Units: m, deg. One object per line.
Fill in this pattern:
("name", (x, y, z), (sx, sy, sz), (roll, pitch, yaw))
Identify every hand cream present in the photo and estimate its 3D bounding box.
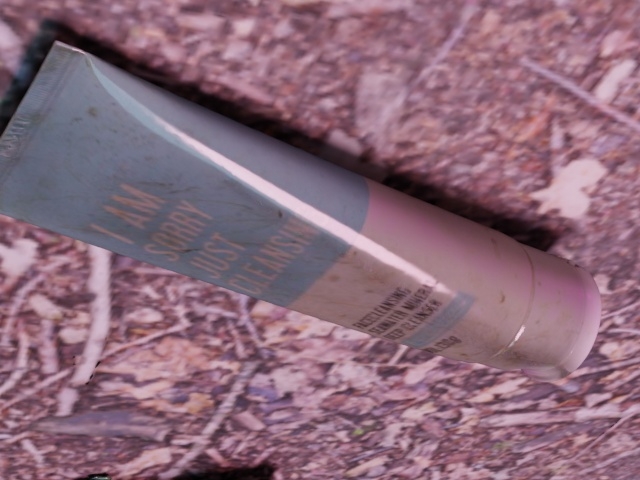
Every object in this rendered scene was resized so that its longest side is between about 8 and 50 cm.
("hand cream", (0.000, 0.000, 0.526), (0.312, 0.070, 0.111), (17, 139, -28))

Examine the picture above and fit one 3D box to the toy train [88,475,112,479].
("toy train", (-0.121, 0.287, 0.845), (0.178, 0.138, 0.330), (10, 143, -12))
